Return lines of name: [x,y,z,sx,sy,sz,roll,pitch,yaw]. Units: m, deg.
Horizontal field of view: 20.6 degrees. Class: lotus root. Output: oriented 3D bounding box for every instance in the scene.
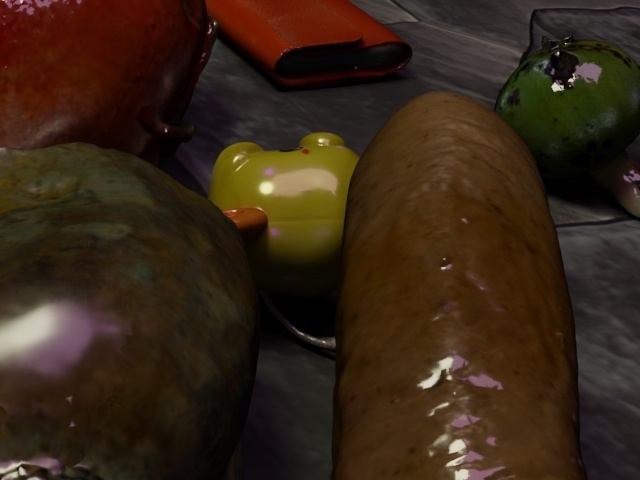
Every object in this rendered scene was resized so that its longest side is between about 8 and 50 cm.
lotus root: [-0.157,0.064,0.878,0.267,0.149,0.260,5,29,-10]

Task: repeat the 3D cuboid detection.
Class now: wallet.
wallet: [-0.035,-0.196,1.488,0.142,0.045,0.204,-9,36,-35]

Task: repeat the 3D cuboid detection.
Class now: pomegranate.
pomegranate: [0.204,-0.084,1.353,0.161,0.122,0.122,54,32,-6]

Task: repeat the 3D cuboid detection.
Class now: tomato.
tomato: [-0.199,-0.176,1.213,0.309,0.170,0.309,25,20,-9]

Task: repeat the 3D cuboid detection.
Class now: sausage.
sausage: [0.067,0.083,0.856,0.123,0.136,0.501,-12,42,12]

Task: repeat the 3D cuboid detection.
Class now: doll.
doll: [0.000,0.000,1.103,0.221,0.135,0.143,2,-1,-11]
